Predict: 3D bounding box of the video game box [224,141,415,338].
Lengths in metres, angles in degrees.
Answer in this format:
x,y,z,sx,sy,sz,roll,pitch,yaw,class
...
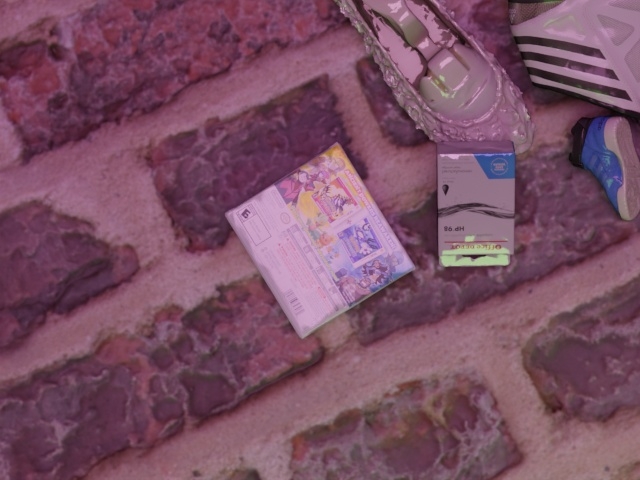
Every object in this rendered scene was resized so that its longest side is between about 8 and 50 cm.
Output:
x,y,z,sx,sy,sz,roll,pitch,yaw,class
0.000,0.000,1.874,0.187,0.048,0.205,-31,88,5,video game box

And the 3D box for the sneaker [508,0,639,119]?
x,y,z,sx,sy,sz,roll,pitch,yaw,class
0.468,-0.310,1.820,0.447,0.169,0.258,-16,107,-2,sneaker

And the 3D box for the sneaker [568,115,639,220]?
x,y,z,sx,sy,sz,roll,pitch,yaw,class
0.384,-0.099,1.850,0.058,0.084,0.152,-41,123,-35,sneaker

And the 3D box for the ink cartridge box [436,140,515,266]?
x,y,z,sx,sy,sz,roll,pitch,yaw,class
0.208,-0.039,1.825,0.104,0.060,0.180,-1,110,4,ink cartridge box

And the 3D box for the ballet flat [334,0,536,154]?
x,y,z,sx,sy,sz,roll,pitch,yaw,class
0.129,-0.262,1.827,0.147,0.147,0.409,-41,88,2,ballet flat
